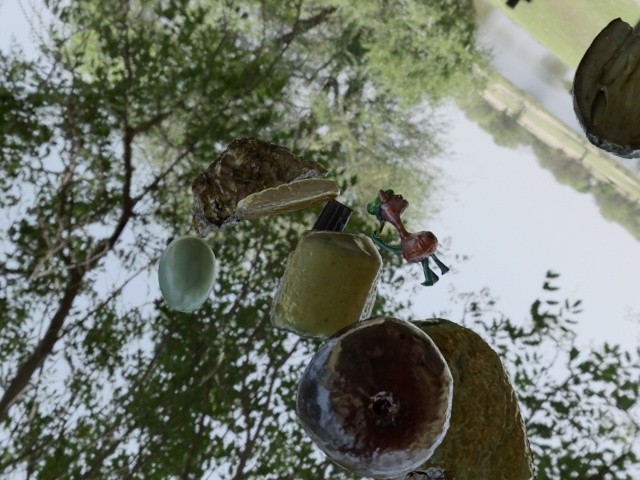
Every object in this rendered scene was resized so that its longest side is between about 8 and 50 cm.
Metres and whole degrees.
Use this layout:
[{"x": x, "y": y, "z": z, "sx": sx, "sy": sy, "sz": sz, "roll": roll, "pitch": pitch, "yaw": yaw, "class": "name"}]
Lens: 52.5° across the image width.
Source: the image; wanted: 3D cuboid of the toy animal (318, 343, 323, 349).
[{"x": 0.046, "y": 0.408, "z": 1.910, "sx": 0.156, "sy": 0.156, "sz": 0.229, "roll": 48, "pitch": 160, "yaw": 31, "class": "toy animal"}]

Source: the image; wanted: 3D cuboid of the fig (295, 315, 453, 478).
[{"x": 0.080, "y": 0.230, "z": 0.973, "sx": 0.235, "sy": 0.235, "sz": 0.214, "roll": 31, "pitch": -162, "yaw": -15, "class": "fig"}]

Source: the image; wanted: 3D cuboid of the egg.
[{"x": -0.391, "y": 0.096, "z": 1.904, "sx": 0.168, "sy": 0.168, "sz": 0.230, "roll": 20, "pitch": -115, "yaw": -41, "class": "egg"}]

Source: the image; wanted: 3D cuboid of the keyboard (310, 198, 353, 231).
[{"x": 0.000, "y": 0.000, "z": 1.876, "sx": 0.087, "sy": 0.250, "sz": 0.017, "roll": 29, "pitch": -169, "yaw": 8, "class": "keyboard"}]

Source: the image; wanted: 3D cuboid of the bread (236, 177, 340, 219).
[{"x": -0.067, "y": -0.086, "z": 1.297, "sx": 0.073, "sy": 0.214, "sz": 0.053, "roll": 53, "pitch": -155, "yaw": -70, "class": "bread"}]

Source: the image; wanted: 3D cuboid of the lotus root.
[{"x": 0.633, "y": -0.300, "z": 1.370, "sx": 0.210, "sy": 0.314, "sz": 0.142, "roll": 24, "pitch": 160, "yaw": 17, "class": "lotus root"}]

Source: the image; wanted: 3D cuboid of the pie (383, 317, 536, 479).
[{"x": 0.264, "y": 0.368, "z": 1.410, "sx": 0.418, "sy": 0.180, "sz": 0.395, "roll": 13, "pitch": -122, "yaw": -8, "class": "pie"}]

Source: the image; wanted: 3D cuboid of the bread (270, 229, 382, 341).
[{"x": 0.020, "y": 0.094, "z": 1.547, "sx": 0.239, "sy": 0.263, "sz": 0.395, "roll": 15, "pitch": 178, "yaw": -1, "class": "bread"}]

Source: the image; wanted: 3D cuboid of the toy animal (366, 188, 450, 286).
[{"x": 0.160, "y": -0.001, "z": 1.245, "sx": 0.208, "sy": 0.103, "sz": 0.100, "roll": 55, "pitch": 174, "yaw": 11, "class": "toy animal"}]

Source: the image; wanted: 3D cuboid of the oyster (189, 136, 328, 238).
[{"x": -0.177, "y": -0.163, "z": 1.691, "sx": 0.111, "sy": 0.396, "sz": 0.204, "roll": 32, "pitch": 150, "yaw": 59, "class": "oyster"}]
